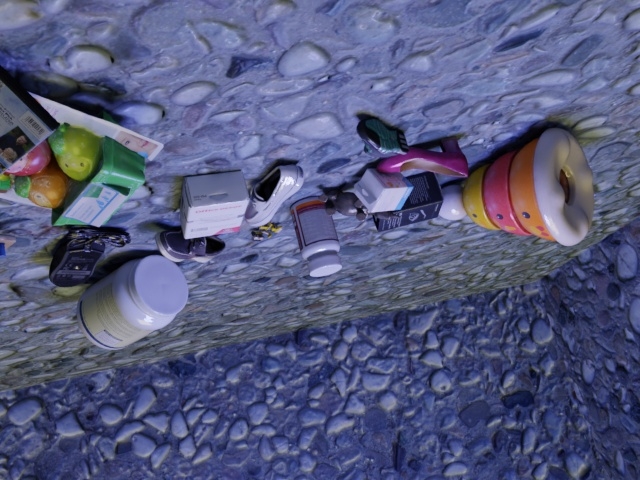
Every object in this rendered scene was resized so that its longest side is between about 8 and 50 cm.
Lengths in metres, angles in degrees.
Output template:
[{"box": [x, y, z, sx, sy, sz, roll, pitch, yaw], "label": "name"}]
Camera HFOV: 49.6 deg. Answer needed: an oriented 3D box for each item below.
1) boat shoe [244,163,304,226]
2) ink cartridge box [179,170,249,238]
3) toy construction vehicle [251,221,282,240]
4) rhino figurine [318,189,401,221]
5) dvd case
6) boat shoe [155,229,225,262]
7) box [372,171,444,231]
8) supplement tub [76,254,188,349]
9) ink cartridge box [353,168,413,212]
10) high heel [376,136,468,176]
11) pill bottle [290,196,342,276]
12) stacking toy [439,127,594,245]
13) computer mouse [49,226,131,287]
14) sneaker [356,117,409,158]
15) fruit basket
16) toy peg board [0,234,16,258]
[{"box": [-0.149, -0.126, 1.870, 0.084, 0.095, 0.258, 6, 143, -39], "label": "boat shoe"}, {"box": [-0.286, -0.092, 1.837, 0.158, 0.092, 0.218, -9, 163, -18], "label": "ink cartridge box"}, {"box": [-0.176, -0.035, 2.200, 0.098, 0.035, 0.086, 1, 146, -46], "label": "toy construction vehicle"}, {"box": [0.118, -0.098, 2.035, 0.243, 0.073, 0.106, 12, -165, 7], "label": "rhino figurine"}, {"box": [-0.591, -0.205, 1.196, 0.253, 0.022, 0.180, -26, 118, 32], "label": "dvd case"}, {"box": [-0.381, 0.007, 2.057, 0.092, 0.103, 0.285, -26, 163, 18], "label": "boat shoe"}, {"box": [0.266, -0.120, 2.164, 0.207, 0.108, 0.153, -14, 162, -4], "label": "box"}, {"box": [-0.601, 0.197, 2.217, 0.324, 0.235, 0.235, -28, 158, 36], "label": "supplement tub"}, {"box": [0.174, -0.145, 1.977, 0.143, 0.092, 0.090, -8, 138, -43], "label": "ink cartridge box"}, {"box": [0.283, -0.200, 1.922, 0.244, 0.117, 0.082, -15, 162, -1], "label": "high heel"}, {"box": [-0.010, -0.011, 2.087, 0.121, 0.221, 0.121, -13, 162, -4], "label": "pill bottle"}, {"box": [0.570, -0.135, 2.159, 0.479, 0.351, 0.350, -9, 170, 43], "label": "stacking toy"}, {"box": [-0.677, 0.035, 1.960, 0.188, 0.072, 0.272, 8, 139, -45], "label": "computer mouse"}, {"box": [0.135, -0.241, 1.746, 0.098, 0.083, 0.223, -20, 163, 31], "label": "sneaker"}, {"box": [-0.538, -0.148, 1.347, 0.353, 0.165, 0.327, 13, 143, -43], "label": "fruit basket"}, {"box": [-0.898, 0.047, 1.787, 0.160, 0.079, 0.161, -26, 159, 32], "label": "toy peg board"}]
